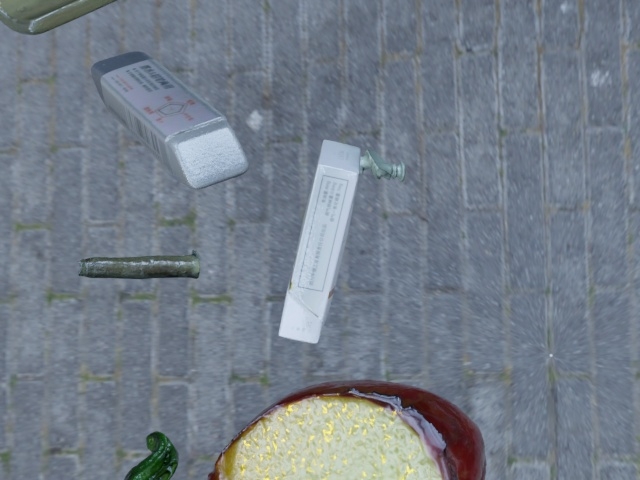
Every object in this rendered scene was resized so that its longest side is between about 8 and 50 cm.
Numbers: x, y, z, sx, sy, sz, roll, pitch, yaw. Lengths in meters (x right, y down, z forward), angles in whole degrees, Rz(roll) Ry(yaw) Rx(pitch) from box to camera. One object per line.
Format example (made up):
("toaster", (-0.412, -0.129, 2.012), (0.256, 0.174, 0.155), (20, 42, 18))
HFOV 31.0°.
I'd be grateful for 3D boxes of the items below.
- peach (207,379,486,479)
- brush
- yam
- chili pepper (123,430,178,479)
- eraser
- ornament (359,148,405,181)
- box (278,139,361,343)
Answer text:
("peach", (0.050, 0.303, 1.443), (0.362, 0.201, 0.257), (-4, 83, 23))
("brush", (-0.106, -0.202, 0.827), (0.054, 0.048, 0.282), (34, 49, 27))
("yam", (-0.193, 0.026, 1.224), (0.130, 0.027, 0.033), (1, 72, -22))
("chili pepper", (-0.223, 0.301, 1.429), (0.050, 0.182, 0.073), (40, 133, -7))
("eraser", (-0.205, -0.166, 1.507), (0.089, 0.061, 0.352), (-22, 35, -20))
("ornament", (0.074, -0.105, 1.624), (0.092, 0.068, 0.041), (15, 115, 14))
("box", (0.001, 0.000, 0.976), (0.040, 0.084, 0.154), (13, 109, -4))
